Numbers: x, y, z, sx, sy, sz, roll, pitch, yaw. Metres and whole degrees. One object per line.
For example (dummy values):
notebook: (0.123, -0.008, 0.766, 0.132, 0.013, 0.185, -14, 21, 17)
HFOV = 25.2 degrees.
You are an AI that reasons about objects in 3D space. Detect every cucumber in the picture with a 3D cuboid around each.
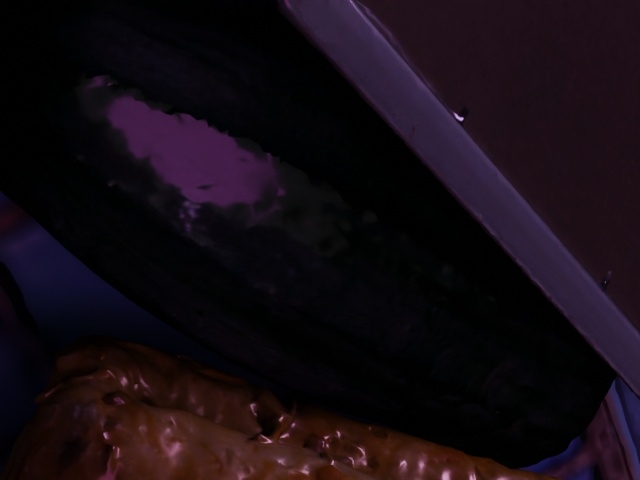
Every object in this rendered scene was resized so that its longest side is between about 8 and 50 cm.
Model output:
cucumber: (0.000, 0.000, 0.438, 0.243, 0.063, 0.115, 24, 102, -34)

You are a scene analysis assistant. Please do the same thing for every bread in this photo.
bread: (-0.001, 0.110, 0.443, 0.211, 0.083, 0.114, 17, 115, -13)

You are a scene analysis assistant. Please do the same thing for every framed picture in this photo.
framed picture: (0.129, -0.073, 0.461, 0.296, 0.019, 0.232, 44, 73, -38)
